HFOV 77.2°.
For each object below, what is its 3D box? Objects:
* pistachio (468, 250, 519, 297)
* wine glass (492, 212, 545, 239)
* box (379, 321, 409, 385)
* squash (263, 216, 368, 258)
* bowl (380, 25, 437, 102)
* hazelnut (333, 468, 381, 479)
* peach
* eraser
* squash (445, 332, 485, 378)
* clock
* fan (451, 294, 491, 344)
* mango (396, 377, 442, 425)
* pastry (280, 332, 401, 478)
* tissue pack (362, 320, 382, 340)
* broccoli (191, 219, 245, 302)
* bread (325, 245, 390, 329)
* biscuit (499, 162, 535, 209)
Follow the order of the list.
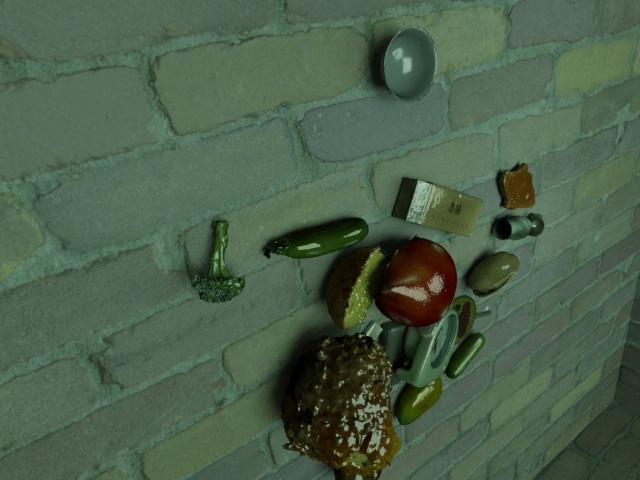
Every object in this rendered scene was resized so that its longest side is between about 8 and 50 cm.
[{"bbox_3d":[0.675,0.130,1.567,0.226,0.136,0.136,-39,123,-8],"label":"pistachio"},{"bbox_3d":[0.792,-0.054,1.600,0.222,0.103,0.103,-8,111,-32],"label":"wine glass"},{"bbox_3d":[0.256,0.409,1.445,0.103,0.055,0.244,-5,109,-32],"label":"box"},{"bbox_3d":[0.001,-0.001,1.119,0.331,0.087,0.087,-14,114,-27],"label":"squash"},{"bbox_3d":[0.222,-0.475,1.092,0.189,0.086,0.189,-13,115,-29],"label":"bowl"},{"bbox_3d":[0.122,0.789,1.429,0.210,0.210,0.186,-46,101,-11],"label":"hazelnut"},{"bbox_3d":[0.305,0.138,1.219,0.361,0.201,0.258,-16,129,-62],"label":"peach"},{"bbox_3d":[0.400,-0.107,1.342,0.343,0.078,0.144,9,101,-35],"label":"eraser"},{"bbox_3d":[0.610,0.484,1.692,0.239,0.069,0.069,-48,125,-7],"label":"squash"},{"bbox_3d":[0.401,0.350,1.452,0.265,0.108,0.324,6,100,-51],"label":"clock"},{"bbox_3d":[0.598,0.329,1.665,0.335,0.011,0.230,-4,108,-30],"label":"fan"},{"bbox_3d":[0.387,0.620,1.584,0.237,0.091,0.137,-37,117,-17],"label":"mango"},{"bbox_3d":[0.046,0.480,1.186,0.337,0.292,0.405,-5,86,-4],"label":"pastry"},{"bbox_3d":[0.164,0.332,1.378,0.108,0.023,0.056,-51,126,-8],"label":"tissue pack"},{"bbox_3d":[-0.244,0.053,0.975,0.122,0.118,0.204,1,93,-11],"label":"broccoli"},{"bbox_3d":[0.094,0.128,1.195,0.129,0.134,0.260,36,81,-49],"label":"bread"},{"bbox_3d":[0.776,-0.201,1.575,0.280,0.043,0.183,23,97,-41],"label":"biscuit"}]
